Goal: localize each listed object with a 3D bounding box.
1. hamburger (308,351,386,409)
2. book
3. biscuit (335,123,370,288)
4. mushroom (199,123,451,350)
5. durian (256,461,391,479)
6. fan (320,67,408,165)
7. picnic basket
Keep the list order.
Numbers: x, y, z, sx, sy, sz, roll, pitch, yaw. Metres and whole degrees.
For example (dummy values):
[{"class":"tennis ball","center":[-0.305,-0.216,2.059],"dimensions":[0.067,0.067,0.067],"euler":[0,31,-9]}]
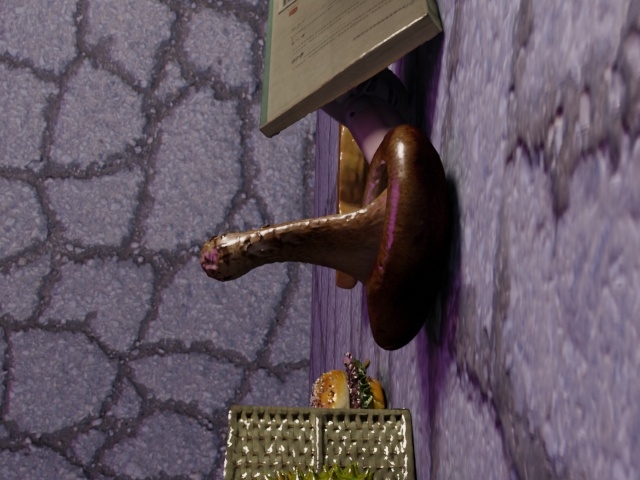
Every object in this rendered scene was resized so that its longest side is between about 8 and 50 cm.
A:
[{"class":"hamburger","center":[0.032,0.242,1.157],"dimensions":[0.164,0.093,0.190],"euler":[-129,39,-83]},{"class":"book","center":[0.021,-0.248,0.972],"dimensions":[0.025,0.214,0.283],"euler":[42,-149,-33]},{"class":"biscuit","center":[0.049,-0.113,1.363],"dimensions":[0.269,0.051,0.376],"euler":[95,176,-69]},{"class":"mushroom","center":[0.000,0.000,0.813],"dimensions":[0.148,0.217,0.227],"euler":[-93,6,-53]},{"class":"durian","center":[0.012,0.286,0.707],"dimensions":[0.200,0.176,0.237],"euler":[25,-141,-46]},{"class":"fan","center":[0.048,-0.137,0.974],"dimensions":[0.074,0.130,0.244],"euler":[-51,33,21]},{"class":"picnic basket","center":[-0.006,0.270,0.961],"dimensions":[0.154,0.196,0.134],"euler":[95,174,-50]}]
